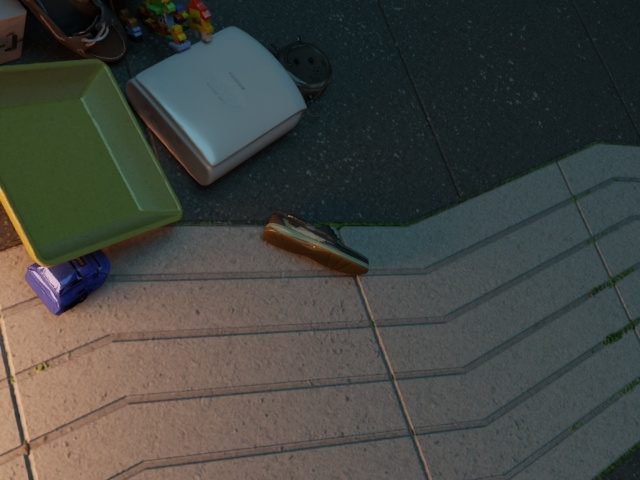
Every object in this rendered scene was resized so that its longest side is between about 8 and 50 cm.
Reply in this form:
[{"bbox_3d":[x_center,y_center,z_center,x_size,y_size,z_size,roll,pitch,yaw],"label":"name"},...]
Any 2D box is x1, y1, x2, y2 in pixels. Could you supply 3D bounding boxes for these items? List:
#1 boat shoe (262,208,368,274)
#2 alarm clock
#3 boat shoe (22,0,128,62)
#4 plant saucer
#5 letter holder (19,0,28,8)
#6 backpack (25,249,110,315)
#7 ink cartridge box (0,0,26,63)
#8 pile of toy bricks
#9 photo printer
[{"bbox_3d":[-0.001,0.000,1.454,0.224,0.080,0.073,21,66,-9],"label":"boat shoe"},{"bbox_3d":[-0.034,-0.358,1.614,0.129,0.064,0.192,-9,75,-27],"label":"alarm clock"},{"bbox_3d":[-0.463,-0.422,1.329,0.112,0.335,0.095,-43,52,1],"label":"boat shoe"},{"bbox_3d":[-0.431,-0.133,1.235,0.333,0.081,0.332,-28,91,-56],"label":"plant saucer"},{"bbox_3d":[-0.481,-0.591,1.395,0.302,0.152,0.214,-9,67,4],"label":"letter holder"},{"bbox_3d":[-0.415,0.054,1.237,0.120,0.101,0.098,-37,92,-35],"label":"backpack"},{"bbox_3d":[-0.593,-0.404,1.343,0.056,0.135,0.099,-33,84,-35],"label":"ink cartridge box"},{"bbox_3d":[-0.319,-0.456,1.454,0.212,0.105,0.118,28,49,34],"label":"pile of toy bricks"},{"bbox_3d":[-0.192,-0.284,1.481,0.307,0.107,0.256,-38,86,-32],"label":"photo printer"}]
